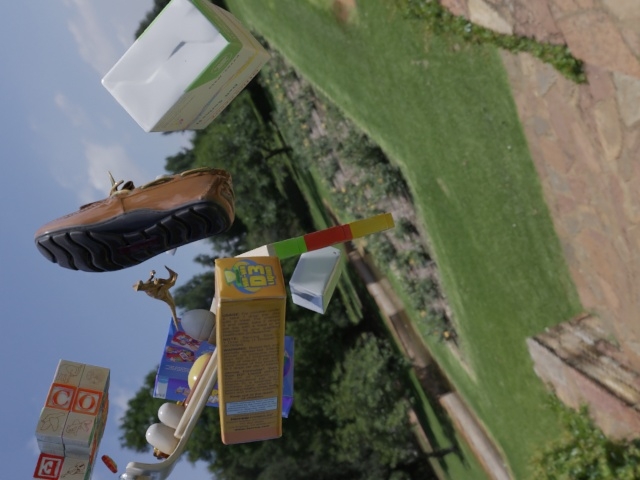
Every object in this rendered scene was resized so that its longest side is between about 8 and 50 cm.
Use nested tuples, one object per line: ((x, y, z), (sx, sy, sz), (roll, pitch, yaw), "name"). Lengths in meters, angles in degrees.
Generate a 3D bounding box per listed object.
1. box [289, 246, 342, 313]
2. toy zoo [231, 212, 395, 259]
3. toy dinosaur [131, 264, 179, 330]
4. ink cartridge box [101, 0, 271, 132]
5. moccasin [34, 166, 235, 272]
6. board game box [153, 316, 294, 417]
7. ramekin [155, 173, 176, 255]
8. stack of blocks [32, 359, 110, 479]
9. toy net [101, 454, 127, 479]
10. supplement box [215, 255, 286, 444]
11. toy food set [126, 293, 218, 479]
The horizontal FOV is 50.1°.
((-0.010, 0.093, 1.738), (0.091, 0.130, 0.170), (20, 160, 9), "box")
((0.000, 0.000, 1.232), (0.192, 0.293, 0.030), (-18, 88, 63), "toy zoo")
((-0.386, 0.123, 1.665), (0.064, 0.112, 0.211), (28, 167, 34), "toy dinosaur")
((-0.215, -0.307, 1.232), (0.119, 0.207, 0.353), (46, -166, -2), "ink cartridge box")
((-0.340, -0.047, 1.247), (0.147, 0.380, 0.139), (-96, -19, -45), "moccasin")
((-0.247, 0.332, 1.822), (0.233, 0.347, 0.078), (-92, 15, -57), "board game box")
((-0.397, -0.075, 1.777), (0.109, 0.207, 0.207), (20, -171, -12), "ramekin")
((-0.445, 0.352, 1.231), (0.297, 0.087, 0.171), (118, 162, -55), "stack of blocks")
((-0.326, 0.414, 1.195), (0.122, 0.045, 0.232), (51, 156, -1), "toy net")
((-0.082, 0.131, 0.790), (0.078, 0.080, 0.233), (-106, 15, -51), "supplement box")
((-0.216, 0.227, 1.069), (0.092, 0.306, 0.219), (26, 151, -2), "toy food set")
